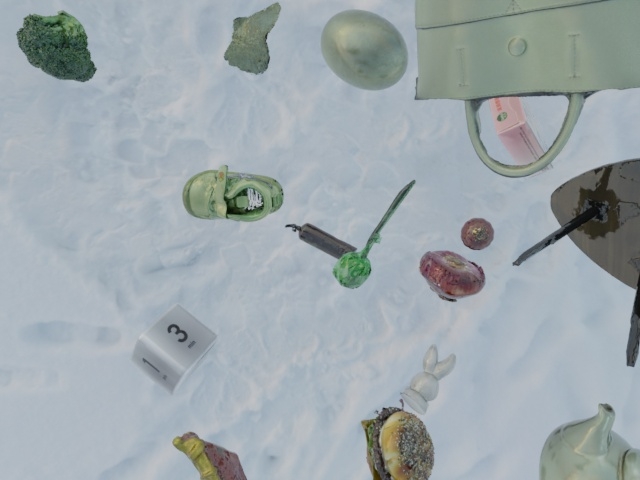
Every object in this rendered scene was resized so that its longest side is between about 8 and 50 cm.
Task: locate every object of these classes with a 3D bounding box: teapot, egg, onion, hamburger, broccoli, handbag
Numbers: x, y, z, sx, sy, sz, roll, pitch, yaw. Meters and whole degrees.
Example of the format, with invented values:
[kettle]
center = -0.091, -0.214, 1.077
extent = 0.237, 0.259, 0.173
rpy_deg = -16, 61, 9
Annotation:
[teapot]
center = 0.392, 0.400, 0.631
extent = 0.220, 0.318, 0.149
rpy_deg = 42, 138, -23
[egg]
center = 0.159, -0.697, 1.723
extent = 0.352, 0.258, 0.258
rpy_deg = 38, 103, 10
[onion]
center = 0.441, 0.132, 1.610
extent = 0.229, 0.230, 0.163
rpy_deg = 11, 119, -7
[hamburger]
center = 0.161, 0.416, 0.913
extent = 0.093, 0.164, 0.190
rpy_deg = -27, 72, 41
[broccoli]
center = -0.648, -0.475, 1.161
extent = 0.195, 0.195, 0.156
rpy_deg = 15, 65, -8
[handbag]
center = 0.194, -0.218, 0.436
extent = 0.241, 0.109, 0.315
rpy_deg = 10, 122, 39

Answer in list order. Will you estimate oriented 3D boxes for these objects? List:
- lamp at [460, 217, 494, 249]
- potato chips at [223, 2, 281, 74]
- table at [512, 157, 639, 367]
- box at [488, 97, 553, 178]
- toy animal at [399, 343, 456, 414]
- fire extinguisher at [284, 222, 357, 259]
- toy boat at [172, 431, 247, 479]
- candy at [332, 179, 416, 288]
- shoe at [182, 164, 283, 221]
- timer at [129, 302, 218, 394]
[lamp]
center = 0.477, -0.020, 1.423
extent = 0.101, 0.090, 0.101
rpy_deg = 0, 95, 0
[potato chips]
center = -0.184, -0.564, 1.309
extent = 0.167, 0.059, 0.228
rpy_deg = 44, 132, 20
[table]
center = 0.520, 0.023, 0.840
extent = 0.249, 0.317, 0.317
rpy_deg = -36, 111, -33
[box]
center = 0.300, -0.163, 0.700
extent = 0.043, 0.089, 0.125
rpy_deg = -22, 139, 33
[toy animal]
center = 0.366, 0.470, 1.586
extent = 0.221, 0.103, 0.131
rpy_deg = -48, 152, -23
[fire extinguisher]
center = 0.000, 0.000, 1.700
extent = 0.267, 0.089, 0.072
rpy_deg = 28, 111, 5
[toy boat]
center = -0.156, 0.418, 0.730
extent = 0.099, 0.141, 0.318
rpy_deg = -18, 115, -32
[candy]
center = 0.138, -0.014, 1.152
extent = 0.097, 0.097, 0.323
rpy_deg = 28, 111, -11
[shoe]
center = -0.224, -0.118, 1.188
extent = 0.262, 0.128, 0.140
rpy_deg = 1, 96, -2
[timer]
center = -0.494, 0.366, 1.585
extent = 0.195, 0.192, 0.194
rpy_deg = 38, 132, 3
